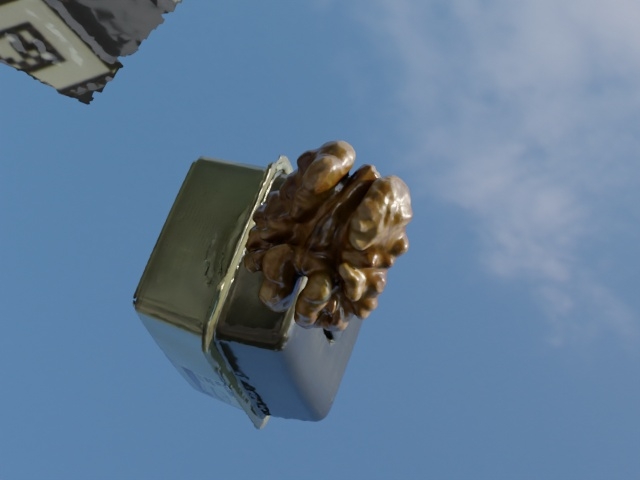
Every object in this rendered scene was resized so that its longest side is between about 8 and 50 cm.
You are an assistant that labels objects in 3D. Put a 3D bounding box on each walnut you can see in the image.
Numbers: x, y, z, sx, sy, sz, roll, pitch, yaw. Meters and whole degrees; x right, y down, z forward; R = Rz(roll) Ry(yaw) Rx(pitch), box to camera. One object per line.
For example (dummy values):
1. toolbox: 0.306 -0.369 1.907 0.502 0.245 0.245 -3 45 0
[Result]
1. walnut: 0.000 0.000 1.309 0.143 0.069 0.170 32 -71 15

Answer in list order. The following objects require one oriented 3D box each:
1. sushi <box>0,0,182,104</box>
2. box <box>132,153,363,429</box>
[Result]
1. sushi: -0.163 -0.222 0.729 0.292 0.294 0.059 25 -46 3
2. box: -0.060 0.056 1.515 0.166 0.290 0.220 14 -111 17
